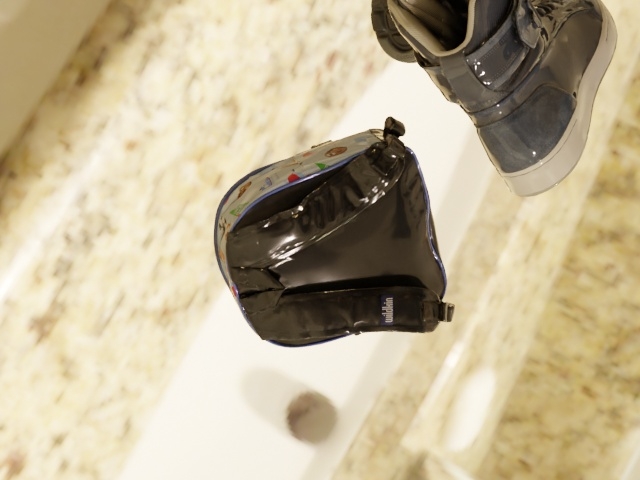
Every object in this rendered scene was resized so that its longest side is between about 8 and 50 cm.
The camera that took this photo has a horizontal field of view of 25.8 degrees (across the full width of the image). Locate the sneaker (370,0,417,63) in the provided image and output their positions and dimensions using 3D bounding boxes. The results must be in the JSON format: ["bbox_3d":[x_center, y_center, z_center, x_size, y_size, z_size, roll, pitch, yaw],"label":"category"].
[{"bbox_3d":[0.098,-0.343,1.614,0.106,0.101,0.267,-27,115,-49],"label":"sneaker"}]

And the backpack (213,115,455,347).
[{"bbox_3d":[0.000,0.000,1.739,0.263,0.213,0.277,-20,107,-14],"label":"backpack"}]

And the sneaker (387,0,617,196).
[{"bbox_3d":[0.130,-0.161,0.984,0.163,0.086,0.226,48,36,-24],"label":"sneaker"}]
